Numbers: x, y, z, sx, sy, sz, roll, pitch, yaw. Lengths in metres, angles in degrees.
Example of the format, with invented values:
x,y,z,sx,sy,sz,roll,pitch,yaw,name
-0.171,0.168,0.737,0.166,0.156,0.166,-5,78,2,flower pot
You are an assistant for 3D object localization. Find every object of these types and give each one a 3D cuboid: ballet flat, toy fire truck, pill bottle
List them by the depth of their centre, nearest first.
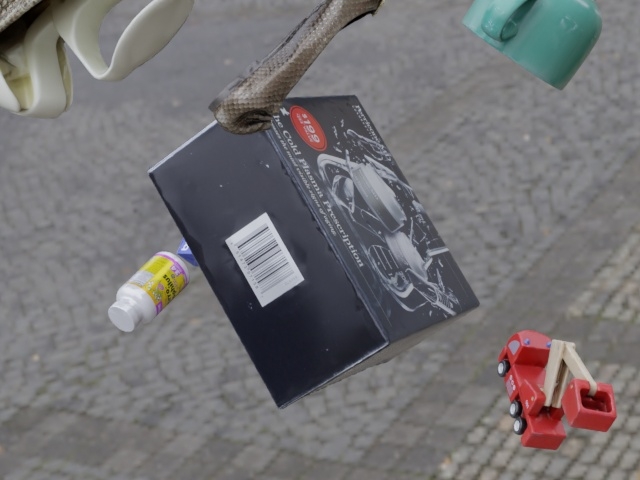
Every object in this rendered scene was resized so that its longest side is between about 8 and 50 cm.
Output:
x,y,z,sx,sy,sz,roll,pitch,yaw,name
-0.163,0.050,1.331,0.043,0.043,0.083,6,38,35,pill bottle
-0.253,-0.226,1.372,0.483,0.182,0.164,-27,-4,33,ballet flat
-0.005,-0.188,1.375,0.250,0.058,0.084,-44,1,-19,ballet flat
0.256,0.157,1.550,0.047,0.135,0.192,10,41,-17,toy fire truck

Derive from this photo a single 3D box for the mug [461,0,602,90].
x,y,z,sx,sy,sz,roll,pitch,yaw,name
0.225,-0.226,1.436,0.129,0.097,0.158,32,13,-10,mug

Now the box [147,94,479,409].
x,y,z,sx,sy,sz,roll,pitch,yaw,name
0.000,0.000,1.799,0.179,0.343,0.312,-34,-9,25,box

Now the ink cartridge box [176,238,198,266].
x,y,z,sx,sy,sz,roll,pitch,yaw,name
-0.131,-0.059,2.097,0.097,0.046,0.207,3,64,41,ink cartridge box
